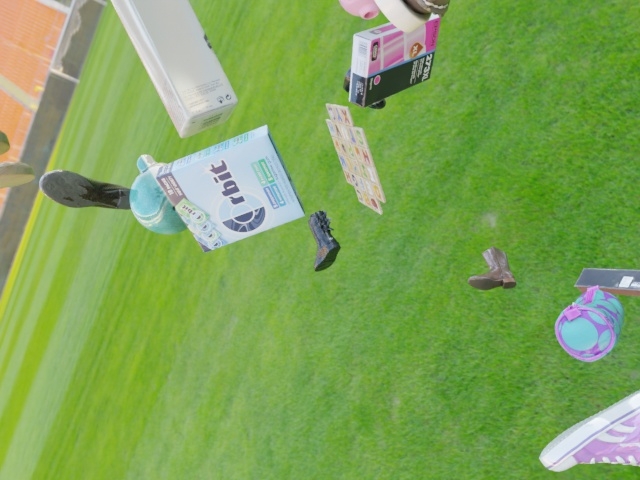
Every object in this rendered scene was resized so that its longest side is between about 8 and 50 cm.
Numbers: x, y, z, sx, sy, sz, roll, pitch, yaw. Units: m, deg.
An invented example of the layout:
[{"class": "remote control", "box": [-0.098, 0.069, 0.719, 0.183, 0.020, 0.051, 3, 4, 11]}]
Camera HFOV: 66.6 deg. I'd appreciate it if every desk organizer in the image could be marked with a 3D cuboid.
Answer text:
[{"class": "desk organizer", "box": [0.557, 0.086, 0.916, 0.047, 0.050, 0.130, -53, 20, -17]}]

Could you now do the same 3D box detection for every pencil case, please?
[{"class": "pencil case", "box": [0.350, 0.103, 0.627, 0.064, 0.151, 0.070, -22, 81, 34]}]

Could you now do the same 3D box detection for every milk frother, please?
[{"class": "milk frother", "box": [0.147, -0.469, 1.402, 0.129, 0.143, 0.135, -63, -1, -15]}]

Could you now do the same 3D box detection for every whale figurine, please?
[{"class": "whale figurine", "box": [-0.412, -0.112, 1.235, 0.141, 0.216, 0.272, -35, 34, -11]}]

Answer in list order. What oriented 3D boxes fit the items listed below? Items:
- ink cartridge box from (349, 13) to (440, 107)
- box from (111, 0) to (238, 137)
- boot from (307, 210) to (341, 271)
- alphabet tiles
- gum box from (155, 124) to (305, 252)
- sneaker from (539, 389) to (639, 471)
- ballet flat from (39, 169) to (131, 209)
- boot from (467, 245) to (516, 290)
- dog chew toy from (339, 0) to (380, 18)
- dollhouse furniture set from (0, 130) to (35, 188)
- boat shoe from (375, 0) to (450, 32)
[{"class": "ink cartridge box", "box": [0.225, -0.497, 1.303, 0.069, 0.371, 0.176, 33, 140, 30]}, {"class": "box", "box": [-0.245, -0.320, 0.804, 0.275, 0.094, 0.113, 65, 157, -6]}, {"class": "boot", "box": [-0.001, 0.000, 1.068, 0.099, 0.045, 0.121, 64, 151, 24]}, {"class": "alphabet tiles", "box": [0.103, -0.249, 1.486, 0.011, 0.343, 0.285, -27, 26, -10]}, {"class": "gum box", "box": [-0.138, -0.078, 0.780, 0.184, 0.157, 0.041, -21, 36, 6]}, {"class": "sneaker", "box": [0.546, 0.374, 0.856, 0.282, 0.102, 0.161, -30, 65, 6]}, {"class": "ballet flat", "box": [-0.563, -0.121, 1.190, 0.058, 0.249, 0.084, 24, 100, 32]}, {"class": "boot", "box": [0.366, 0.056, 1.070, 0.114, 0.106, 0.037, -87, 3, -48]}, {"class": "dog chew toy", "box": [0.082, -0.684, 1.135, 0.206, 0.206, 0.332, -16, 86, 53]}, {"class": "dollhouse furniture set", "box": [-0.361, -0.262, 0.449, 0.394, 0.256, 0.362, -14, 92, 68]}, {"class": "boat shoe", "box": [0.127, -0.358, 0.506, 0.096, 0.116, 0.325, -20, 46, 46]}]
